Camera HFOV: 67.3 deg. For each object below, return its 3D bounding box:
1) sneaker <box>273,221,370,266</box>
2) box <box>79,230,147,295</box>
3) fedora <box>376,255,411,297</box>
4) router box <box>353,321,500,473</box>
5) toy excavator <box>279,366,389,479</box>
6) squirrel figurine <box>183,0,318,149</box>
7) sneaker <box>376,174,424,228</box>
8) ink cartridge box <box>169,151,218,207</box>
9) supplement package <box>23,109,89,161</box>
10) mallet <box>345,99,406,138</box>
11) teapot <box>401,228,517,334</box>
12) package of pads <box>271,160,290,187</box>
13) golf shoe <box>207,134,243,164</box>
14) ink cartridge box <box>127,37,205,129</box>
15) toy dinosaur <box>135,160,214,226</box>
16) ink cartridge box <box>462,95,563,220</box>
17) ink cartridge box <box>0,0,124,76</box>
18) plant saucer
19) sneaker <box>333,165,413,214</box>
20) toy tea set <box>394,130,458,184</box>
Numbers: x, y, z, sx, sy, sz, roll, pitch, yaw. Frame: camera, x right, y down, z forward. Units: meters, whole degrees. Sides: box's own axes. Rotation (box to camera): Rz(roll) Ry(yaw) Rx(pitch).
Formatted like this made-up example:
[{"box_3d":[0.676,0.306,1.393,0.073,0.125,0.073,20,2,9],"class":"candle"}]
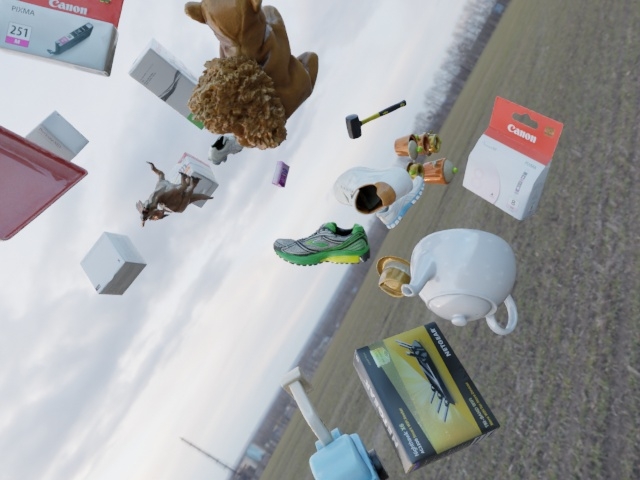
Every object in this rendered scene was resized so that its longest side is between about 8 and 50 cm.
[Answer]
[{"box_3d":[0.000,0.000,1.689,0.134,0.343,0.146,-71,-25,-68],"class":"sneaker"},{"box_3d":[-0.817,0.092,1.897,0.181,0.182,0.119,-48,-24,11],"class":"box"},{"box_3d":[0.264,0.140,1.664,0.079,0.194,0.194,-47,-11,-31],"class":"fedora"},{"box_3d":[0.255,0.383,1.216,0.242,0.309,0.081,-16,-37,-16],"class":"router box"},{"box_3d":[0.038,0.681,1.592,0.222,0.445,0.433,-30,21,-2],"class":"toy excavator"},{"box_3d":[-0.181,-0.442,1.204,0.370,0.280,0.397,69,-155,-66],"class":"squirrel figurine"},{"box_3d":[0.248,-0.132,1.510,0.191,0.083,0.071,-54,15,5],"class":"sneaker"},{"box_3d":[-0.515,-0.245,1.949,0.128,0.127,0.176,-50,42,13],"class":"ink cartridge box"},{"box_3d":[-0.681,-0.213,1.176,0.179,0.105,0.105,-34,29,14],"class":"supplement package"},{"box_3d":[0.148,-0.344,1.294,0.189,0.039,0.062,-34,-52,-10],"class":"mallet"},{"box_3d":[0.325,0.105,1.095,0.252,0.255,0.187,65,-150,-58],"class":"teapot"},{"box_3d":[-0.136,-0.226,1.642,0.050,0.032,0.083,25,-105,-53],"class":"package of pads"},{"box_3d":[-0.315,-0.334,1.651,0.176,0.069,0.086,-51,-15,-32],"class":"golf shoe"},{"box_3d":[-0.497,-0.541,1.662,0.121,0.289,0.211,-46,32,13],"class":"ink cartridge box"},{"box_3d":[-0.495,-0.133,1.586,0.295,0.127,0.200,12,-84,-62],"class":"toy dinosaur"},{"box_3d":[0.437,-0.190,1.122,0.066,0.189,0.232,-25,-45,-22],"class":"ink cartridge box"},{"box_3d":[-0.662,-0.571,1.230,0.060,0.275,0.239,-172,93,-81],"class":"ink cartridge box"},{"box_3d":[-0.620,-0.116,0.890,0.048,0.259,0.258,-55,11,34],"class":"plant saucer"},{"box_3d":[0.096,-0.123,1.232,0.123,0.106,0.290,-39,17,-25],"class":"sneaker"},{"box_3d":[0.380,-0.285,1.668,0.336,0.124,0.200,-17,-77,-54],"class":"toy tea set"}]
